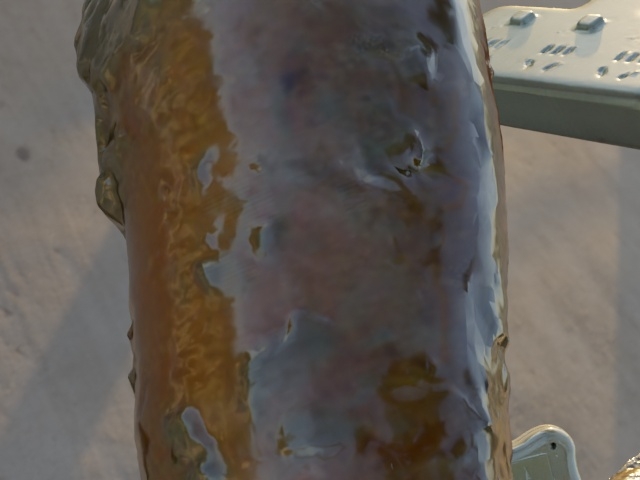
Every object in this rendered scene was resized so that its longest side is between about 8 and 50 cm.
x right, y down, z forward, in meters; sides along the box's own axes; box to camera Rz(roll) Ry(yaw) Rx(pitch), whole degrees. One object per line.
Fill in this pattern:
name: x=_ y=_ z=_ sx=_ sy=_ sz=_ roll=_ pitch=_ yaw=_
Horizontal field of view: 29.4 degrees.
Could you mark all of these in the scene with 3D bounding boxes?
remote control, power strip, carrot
remote control: x=0.140 y=0.188 z=0.941 sx=0.032 sy=0.122 sz=0.074 roll=-123 pitch=-159 yaw=-84
power strip: x=0.232 y=-0.160 z=1.023 sx=0.194 sy=0.265 sz=0.059 roll=-39 pitch=124 yaw=-28
carrot: x=0.000 y=0.000 z=0.382 sx=0.139 sy=0.139 sz=0.301 roll=6 pitch=64 yaw=-37

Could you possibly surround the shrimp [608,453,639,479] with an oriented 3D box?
shrimp: x=0.317 y=0.376 z=1.430 sx=0.446 sy=0.221 sz=0.110 roll=-34 pitch=57 yaw=-22
